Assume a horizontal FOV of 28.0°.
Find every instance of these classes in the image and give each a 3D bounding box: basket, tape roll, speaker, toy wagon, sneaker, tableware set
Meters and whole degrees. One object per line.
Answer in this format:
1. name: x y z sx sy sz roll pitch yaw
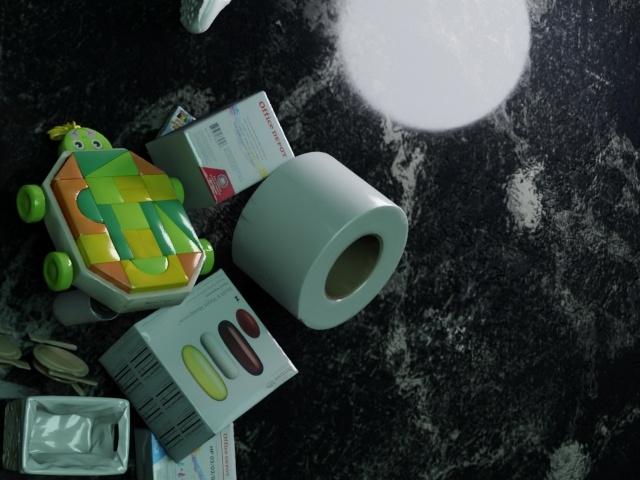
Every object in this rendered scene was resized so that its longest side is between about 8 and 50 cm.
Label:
1. basket: -0.378 0.287 1.896 0.167 0.103 0.113 8 79 -35
2. tape roll: 0.000 0.000 2.095 0.246 0.169 0.246 -34 146 -26
3. speaker: -0.349 0.097 1.922 0.055 0.136 0.055 6 80 -34
4. toy wagon: -0.315 -0.050 1.918 0.267 0.068 0.344 -6 60 -42
5. sneaker: -0.162 -0.443 2.168 0.095 0.090 0.235 33 67 -38
6. tableware set: -0.433 0.176 1.877 0.194 0.128 0.039 18 103 -32

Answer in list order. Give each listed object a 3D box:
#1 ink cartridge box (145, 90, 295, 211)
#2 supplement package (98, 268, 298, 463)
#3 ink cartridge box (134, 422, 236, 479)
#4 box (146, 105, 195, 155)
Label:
1. ink cartridge box: -0.159 -0.141 2.061 0.176 0.127 0.128 -31 102 -35
2. supplement package: -0.187 0.192 1.975 0.194 0.149 0.203 -35 86 -40
3. ink cartridge box: -0.199 0.343 2.041 0.181 0.062 0.104 0 83 -35
4. box: -0.210 -0.143 2.123 0.137 0.027 0.094 39 62 -25
